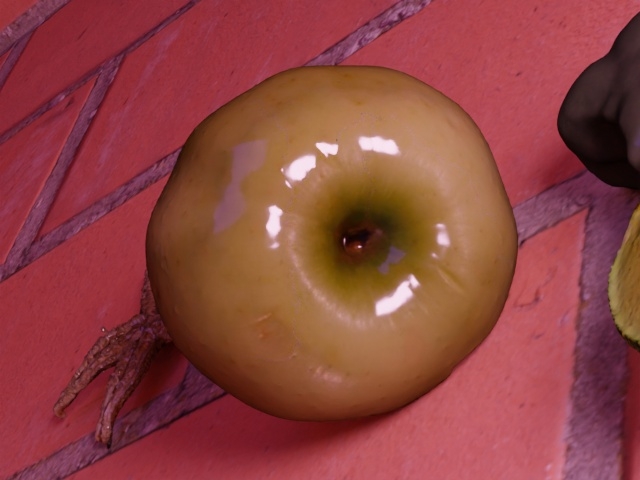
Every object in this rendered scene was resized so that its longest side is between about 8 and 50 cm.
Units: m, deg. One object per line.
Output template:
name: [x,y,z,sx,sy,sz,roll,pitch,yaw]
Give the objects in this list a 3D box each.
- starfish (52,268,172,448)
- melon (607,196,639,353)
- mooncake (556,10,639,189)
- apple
starfish: [-0.173,0.091,1.547,0.231,0.048,0.295,-48,22,-3]
melon: [0.258,-0.015,0.892,0.169,0.129,0.265,-38,26,61]
mooncake: [0.231,-0.079,1.060,0.175,0.104,0.168,-17,42,55]
apple: [0.000,0.000,1.175,0.279,0.279,0.279,-38,24,20]
